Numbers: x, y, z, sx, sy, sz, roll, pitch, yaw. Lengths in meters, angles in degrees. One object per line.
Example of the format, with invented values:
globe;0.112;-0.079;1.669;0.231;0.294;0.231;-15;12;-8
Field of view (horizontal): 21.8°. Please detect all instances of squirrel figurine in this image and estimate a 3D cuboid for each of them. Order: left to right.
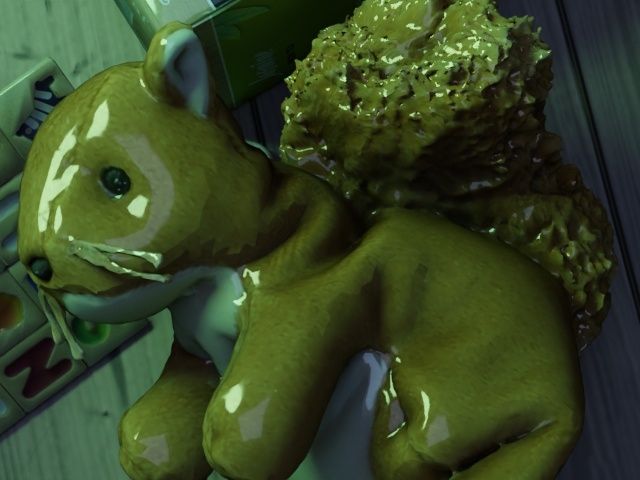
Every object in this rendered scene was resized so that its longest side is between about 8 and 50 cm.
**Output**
squirrel figurine;0.000;0.000;1.106;0.370;0.281;0.397;43;65;-7

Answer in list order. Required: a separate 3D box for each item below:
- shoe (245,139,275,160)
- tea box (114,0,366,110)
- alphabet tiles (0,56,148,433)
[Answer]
shoe;-0.137;-0.026;1.242;0.219;0.058;0.076;-18;78;-2
tea box;-0.049;-0.320;1.218;0.323;0.220;0.329;-30;79;-5
alphabet tiles;-0.280;0.034;1.152;0.342;0.285;0.011;-37;38;-6
